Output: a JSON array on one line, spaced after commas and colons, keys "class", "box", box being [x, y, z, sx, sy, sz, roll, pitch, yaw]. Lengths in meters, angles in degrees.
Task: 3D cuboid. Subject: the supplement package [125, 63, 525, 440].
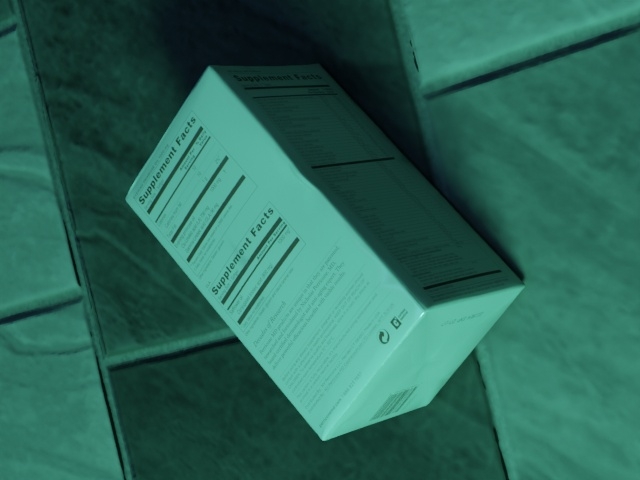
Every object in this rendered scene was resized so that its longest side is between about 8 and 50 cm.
[{"class": "supplement package", "box": [0.000, 0.000, 1.083, 0.244, 0.139, 0.134, 49, 121, 22]}]
